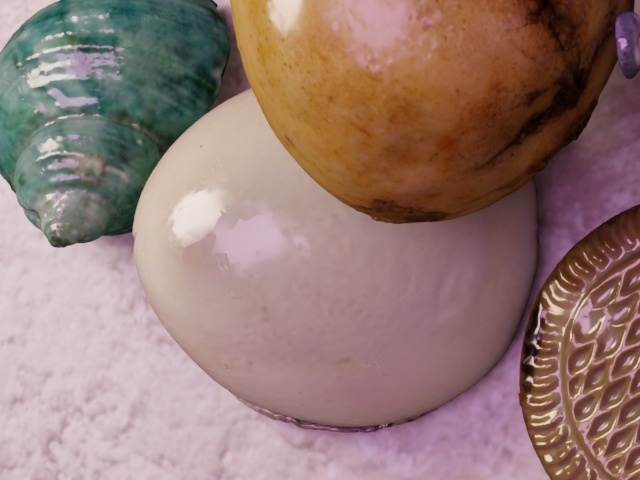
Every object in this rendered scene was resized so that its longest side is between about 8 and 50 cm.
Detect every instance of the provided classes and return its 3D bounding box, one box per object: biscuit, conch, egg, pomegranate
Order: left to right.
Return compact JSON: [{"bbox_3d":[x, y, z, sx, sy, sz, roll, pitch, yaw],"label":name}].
[{"bbox_3d":[-0.168,-0.087,1.345,0.196,0.134,0.202,-16,73,41],"label":"conch"},{"bbox_3d":[-0.001,0.005,1.243,0.286,0.174,0.264,-1,88,22],"label":"egg"},{"bbox_3d":[0.066,-0.137,1.092,0.260,0.260,0.260,-3,84,25],"label":"pomegranate"},{"bbox_3d":[0.253,0.096,1.163,0.259,0.079,0.259,-3,84,25],"label":"biscuit"}]

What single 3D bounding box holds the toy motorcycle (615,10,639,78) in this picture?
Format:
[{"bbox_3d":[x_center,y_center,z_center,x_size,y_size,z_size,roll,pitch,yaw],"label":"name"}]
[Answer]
[{"bbox_3d":[0.246,-0.115,1.080,0.110,0.171,0.260,-6,113,19],"label":"toy motorcycle"}]
